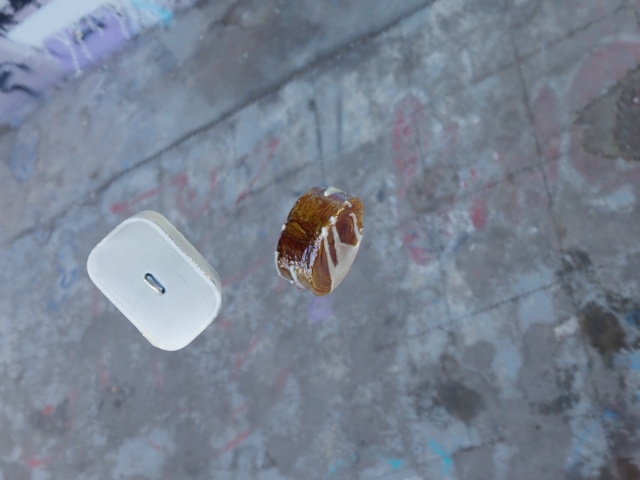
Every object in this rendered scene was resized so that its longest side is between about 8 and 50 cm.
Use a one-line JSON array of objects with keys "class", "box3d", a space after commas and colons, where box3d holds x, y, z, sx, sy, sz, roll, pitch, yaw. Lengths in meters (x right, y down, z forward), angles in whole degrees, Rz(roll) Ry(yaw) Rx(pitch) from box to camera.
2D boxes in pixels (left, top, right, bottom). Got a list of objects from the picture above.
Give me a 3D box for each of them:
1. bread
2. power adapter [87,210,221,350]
[{"class": "bread", "box3d": [0.000, 0.000, 1.523, 0.073, 0.160, 0.161, 22, 85, 22]}, {"class": "power adapter", "box3d": [-0.237, 0.050, 1.553, 0.124, 0.187, 0.255, -42, 6, 0]}]
